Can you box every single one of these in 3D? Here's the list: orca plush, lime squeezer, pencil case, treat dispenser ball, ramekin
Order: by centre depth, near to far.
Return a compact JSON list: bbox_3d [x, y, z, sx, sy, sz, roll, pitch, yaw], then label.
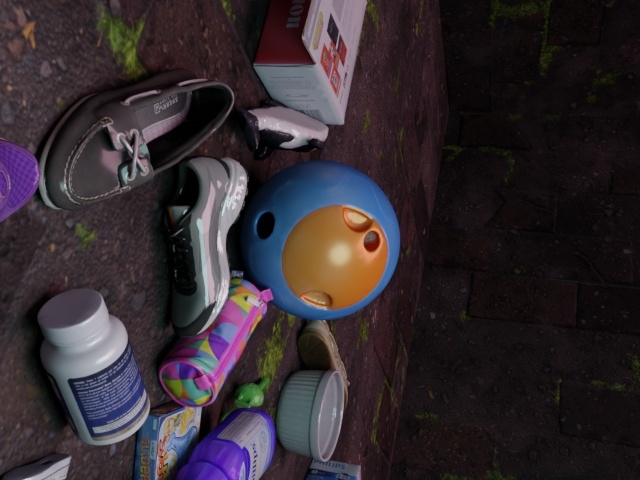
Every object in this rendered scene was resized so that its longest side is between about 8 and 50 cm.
[{"bbox_3d":[-0.162,0.152,1.077,0.236,0.104,0.105,-61,151,-52],"label":"pencil case"},{"bbox_3d":[0.000,0.000,1.235,0.288,0.288,0.288,5,90,-73],"label":"treat dispenser ball"},{"bbox_3d":[-0.080,-0.177,1.252,0.102,0.151,0.287,-57,175,20],"label":"orca plush"},{"bbox_3d":[-0.155,0.331,1.258,0.110,0.058,0.310,-57,-177,38],"label":"lime squeezer"},{"bbox_3d":[-0.024,0.398,1.577,0.207,0.109,0.207,4,90,-73],"label":"ramekin"}]

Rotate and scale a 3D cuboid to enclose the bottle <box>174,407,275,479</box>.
[{"bbox_3d":[-0.152,0.355,1.050,0.283,0.092,0.118,-23,118,-74],"label":"bottle"}]

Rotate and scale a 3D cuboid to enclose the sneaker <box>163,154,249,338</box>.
[{"bbox_3d":[-0.187,0.006,0.992,0.108,0.100,0.272,10,88,-49],"label":"sneaker"}]

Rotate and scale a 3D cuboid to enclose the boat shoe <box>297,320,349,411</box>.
[{"bbox_3d":[0.016,0.314,1.691,0.089,0.104,0.285,-68,154,-52],"label":"boat shoe"}]

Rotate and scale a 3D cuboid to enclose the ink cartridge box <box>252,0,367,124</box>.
[{"bbox_3d":[-0.020,-0.427,1.320,0.272,0.130,0.310,56,42,-62],"label":"ink cartridge box"}]

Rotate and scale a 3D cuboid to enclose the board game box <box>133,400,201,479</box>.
[{"bbox_3d":[-0.230,0.346,1.015,0.136,0.035,0.201,6,89,-74],"label":"board game box"}]

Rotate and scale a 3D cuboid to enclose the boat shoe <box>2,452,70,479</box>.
[{"bbox_3d":[-0.308,0.261,0.742,0.100,0.035,0.035,14,79,-79],"label":"boat shoe"}]

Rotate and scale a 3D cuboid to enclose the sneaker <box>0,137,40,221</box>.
[{"bbox_3d":[-0.302,-0.034,0.557,0.236,0.104,0.095,-39,131,-68],"label":"sneaker"}]

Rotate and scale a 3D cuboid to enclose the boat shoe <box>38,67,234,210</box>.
[{"bbox_3d":[-0.210,-0.138,0.837,0.335,0.095,0.112,-59,150,-55],"label":"boat shoe"}]

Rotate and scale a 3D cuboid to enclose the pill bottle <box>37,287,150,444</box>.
[{"bbox_3d":[-0.257,0.141,0.769,0.094,0.094,0.169,-63,153,-51],"label":"pill bottle"}]

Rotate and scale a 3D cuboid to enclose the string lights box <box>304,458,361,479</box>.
[{"bbox_3d":[0.008,0.673,1.715,0.260,0.133,0.077,-57,147,-57],"label":"string lights box"}]
